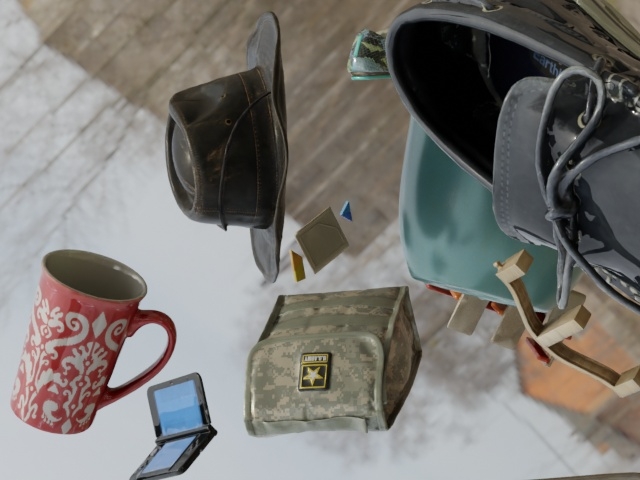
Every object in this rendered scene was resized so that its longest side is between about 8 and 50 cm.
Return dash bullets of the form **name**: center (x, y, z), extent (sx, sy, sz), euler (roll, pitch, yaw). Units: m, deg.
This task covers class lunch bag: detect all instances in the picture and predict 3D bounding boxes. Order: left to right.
- **lunch bag**: center (0.018, 0.207, 2.151), extent (0.287, 0.235, 0.169), euler (-65, -34, -57)

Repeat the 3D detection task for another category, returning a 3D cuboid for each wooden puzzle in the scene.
- **wooden puzzle**: center (0.000, 0.000, 1.803), extent (0.014, 0.116, 0.078), euler (19, 134, 52)

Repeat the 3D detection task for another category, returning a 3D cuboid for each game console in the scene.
- **game console**: center (-0.185, 0.225, 1.588), extent (0.071, 0.122, 0.107), euler (51, -129, -14)

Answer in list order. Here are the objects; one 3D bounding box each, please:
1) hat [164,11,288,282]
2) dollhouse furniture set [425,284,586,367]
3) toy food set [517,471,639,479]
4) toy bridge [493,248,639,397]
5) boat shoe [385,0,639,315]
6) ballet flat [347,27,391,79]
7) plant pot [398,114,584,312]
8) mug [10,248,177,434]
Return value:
- **hat**: center (-0.120, -0.111, 1.614), extent (0.331, 0.134, 0.331), euler (178, 90, -81)
- **dollhouse furniture set**: center (0.270, 0.093, 2.087), extent (0.259, 0.135, 0.262), euler (19, -162, -18)
- **toy food set**: center (0.218, 0.328, 1.530), extent (0.220, 0.306, 0.092), euler (144, 123, -64)
- **toy bridge**: center (0.238, 0.085, 1.318), extent (0.188, 0.063, 0.026), euler (44, -129, -8)
- **boat shoe**: center (0.198, -0.046, 0.905), extent (0.500, 0.156, 0.187), euler (-127, 31, -47)
- **ballet flat**: center (0.106, -0.209, 1.504), extent (0.188, 0.070, 0.070), euler (-4, -134, -49)
- **plant pot**: center (0.231, -0.040, 1.709), extent (0.293, 0.235, 0.293), euler (15, 177, 1)
- **mug**: center (-0.244, 0.117, 1.391), extent (0.150, 0.169, 0.113), euler (28, -161, 18)
